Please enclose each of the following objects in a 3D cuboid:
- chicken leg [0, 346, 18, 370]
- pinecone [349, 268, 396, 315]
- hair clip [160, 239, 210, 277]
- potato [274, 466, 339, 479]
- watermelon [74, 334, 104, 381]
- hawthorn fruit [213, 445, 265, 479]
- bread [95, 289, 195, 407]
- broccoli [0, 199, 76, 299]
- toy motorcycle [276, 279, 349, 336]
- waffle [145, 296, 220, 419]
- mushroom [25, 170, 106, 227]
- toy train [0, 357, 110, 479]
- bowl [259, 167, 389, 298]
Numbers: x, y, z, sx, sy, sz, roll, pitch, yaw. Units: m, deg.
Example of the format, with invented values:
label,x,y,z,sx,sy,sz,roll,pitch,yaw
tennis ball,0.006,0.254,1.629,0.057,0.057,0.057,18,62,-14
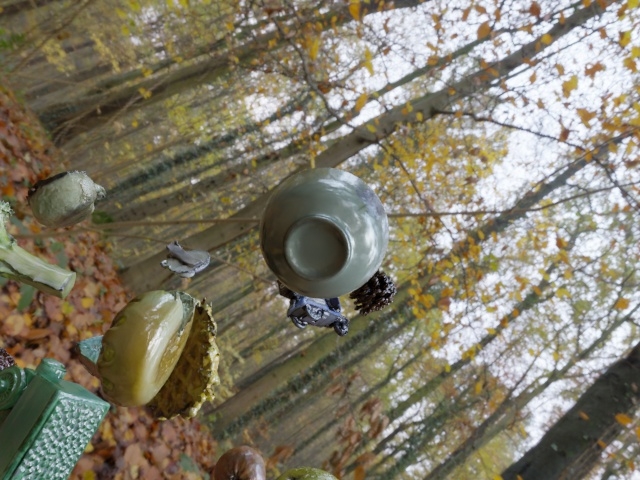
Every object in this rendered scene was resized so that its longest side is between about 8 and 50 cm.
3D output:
label,x,y,z,sx,sy,sz,roll,pitch,yaw
chicken leg,-0.823,0.401,1.147,0.083,0.177,0.323,-153,-113,-72
pinecone,0.222,0.213,2.113,0.221,0.221,0.222,47,-24,29
hair clip,-0.358,0.050,1.286,0.172,0.116,0.049,22,-49,41
potato,-0.015,0.394,0.566,0.143,0.169,0.249,-3,-85,24
watermelon,-0.647,0.371,1.533,0.128,0.146,0.231,12,-43,24
hawthorn fruit,-0.231,0.643,1.341,0.149,0.149,0.189,60,-26,-3
bread,-0.441,0.258,1.207,0.159,0.333,0.333,20,-27,1
broccoli,-0.894,0.038,1.400,0.361,0.221,0.252,21,24,-34
toy motorcycle,-0.011,0.262,1.950,0.358,0.125,0.213,28,38,-42
waffle,-0.453,0.384,1.571,0.379,0.095,0.383,-25,-118,36
mushroom,-0.837,-0.123,1.616,0.344,0.247,0.130,-18,-94,53
toy train,-0.551,0.360,0.898,0.201,0.266,0.145,18,-19,29
bowl,0.000,0.000,0.989,0.290,0.289,0.146,62,10,-8
